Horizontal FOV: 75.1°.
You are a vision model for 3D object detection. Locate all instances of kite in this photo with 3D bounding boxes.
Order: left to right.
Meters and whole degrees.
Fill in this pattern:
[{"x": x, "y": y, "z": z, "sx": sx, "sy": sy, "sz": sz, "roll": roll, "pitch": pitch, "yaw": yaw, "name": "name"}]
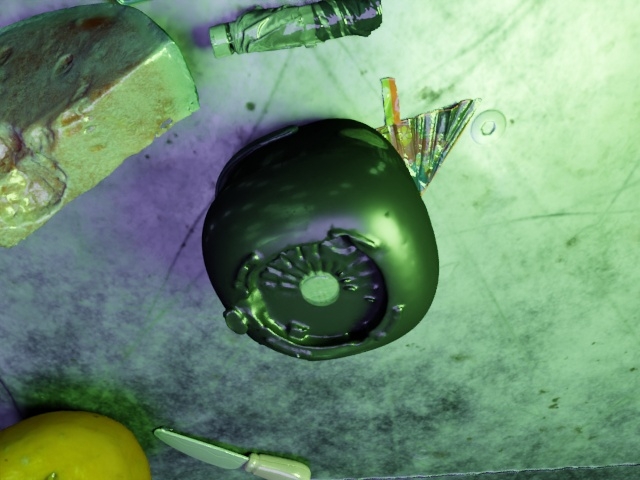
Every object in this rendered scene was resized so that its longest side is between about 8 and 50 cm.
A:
[{"x": 0.093, "y": -0.116, "z": 0.543, "sx": 0.240, "sy": 0.014, "sz": 0.184, "roll": -12, "pitch": 119, "yaw": 5, "name": "kite"}]

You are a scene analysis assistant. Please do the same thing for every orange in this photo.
[{"x": -0.438, "y": 0.439, "z": 0.672, "sx": 0.311, "sy": 0.312, "sz": 0.313, "roll": -2, "pitch": 120, "yaw": -3, "name": "orange"}]

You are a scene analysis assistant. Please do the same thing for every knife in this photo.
[{"x": -0.178, "y": 0.445, "z": 0.851, "sx": 0.335, "sy": 0.043, "sz": 0.081, "roll": 24, "pitch": 123, "yaw": -9, "name": "knife"}]

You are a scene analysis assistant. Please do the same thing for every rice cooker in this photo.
[{"x": 0.000, "y": 0.000, "z": 0.479, "sx": 0.266, "sy": 0.225, "sz": 0.268, "roll": 2, "pitch": 125, "yaw": 3, "name": "rice cooker"}]

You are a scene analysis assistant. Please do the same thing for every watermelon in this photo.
[{"x": -0.260, "y": -0.102, "z": 0.424, "sx": 0.317, "sy": 0.226, "sz": 0.148, "roll": -7, "pitch": 148, "yaw": 14, "name": "watermelon"}]

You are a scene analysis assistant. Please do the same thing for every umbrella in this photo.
[{"x": -0.027, "y": -0.233, "z": 0.452, "sx": 0.188, "sy": 0.050, "sz": 0.046, "roll": -11, "pitch": 141, "yaw": 2, "name": "umbrella"}]

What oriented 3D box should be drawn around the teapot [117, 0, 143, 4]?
[{"x": -0.189, "y": -0.281, "z": 0.415, "sx": 0.083, "sy": 0.063, "sz": 0.049, "roll": -15, "pitch": 89, "yaw": 9, "name": "teapot"}]
